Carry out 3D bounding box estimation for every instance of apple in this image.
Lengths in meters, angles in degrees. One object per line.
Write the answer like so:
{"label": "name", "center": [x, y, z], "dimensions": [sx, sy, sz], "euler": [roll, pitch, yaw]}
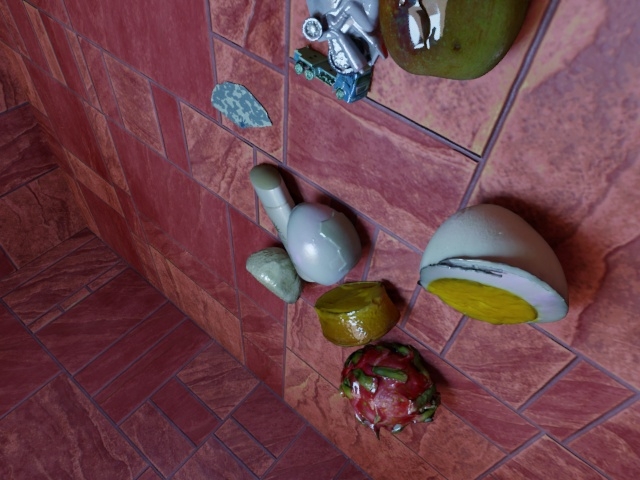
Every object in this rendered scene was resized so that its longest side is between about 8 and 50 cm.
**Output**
{"label": "apple", "center": [0.187, -0.322, 0.658], "dimensions": [0.207, 0.174, 0.189], "euler": [-2, 112, -1]}

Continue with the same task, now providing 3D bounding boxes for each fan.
{"label": "fan", "center": [-0.218, -0.359, 1.264], "dimensions": [0.240, 0.009, 0.131], "euler": [27, 142, 31]}

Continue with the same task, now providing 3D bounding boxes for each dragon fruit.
{"label": "dragon fruit", "center": [0.201, 0.433, 1.398], "dimensions": [0.302, 0.237, 0.231], "euler": [5, 110, 28]}

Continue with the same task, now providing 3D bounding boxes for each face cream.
{"label": "face cream", "center": [-0.093, -0.050, 1.358], "dimensions": [0.349, 0.081, 0.173], "euler": [65, 170, -25]}

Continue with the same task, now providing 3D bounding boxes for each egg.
{"label": "egg", "center": [0.000, 0.000, 1.222], "dimensions": [0.217, 0.183, 0.183], "euler": [48, 149, -6]}
{"label": "egg", "center": [0.336, 0.044, 0.892], "dimensions": [0.286, 0.174, 0.264], "euler": [35, 156, -27]}

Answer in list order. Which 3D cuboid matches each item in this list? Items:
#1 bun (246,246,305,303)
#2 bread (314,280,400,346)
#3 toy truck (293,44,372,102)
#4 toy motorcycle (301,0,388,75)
{"label": "bun", "center": [-0.133, 0.102, 1.540], "dimensions": [0.220, 0.134, 0.220], "euler": [39, 176, 3]}
{"label": "bread", "center": [0.099, 0.208, 1.323], "dimensions": [0.269, 0.195, 0.143], "euler": [-4, 115, 57]}
{"label": "toy truck", "center": [0.022, -0.350, 0.938], "dimensions": [0.175, 0.067, 0.081], "euler": [39, 142, 21]}
{"label": "toy motorcycle", "center": [0.052, -0.412, 0.781], "dimensions": [0.170, 0.110, 0.260], "euler": [-3, 121, 31]}
